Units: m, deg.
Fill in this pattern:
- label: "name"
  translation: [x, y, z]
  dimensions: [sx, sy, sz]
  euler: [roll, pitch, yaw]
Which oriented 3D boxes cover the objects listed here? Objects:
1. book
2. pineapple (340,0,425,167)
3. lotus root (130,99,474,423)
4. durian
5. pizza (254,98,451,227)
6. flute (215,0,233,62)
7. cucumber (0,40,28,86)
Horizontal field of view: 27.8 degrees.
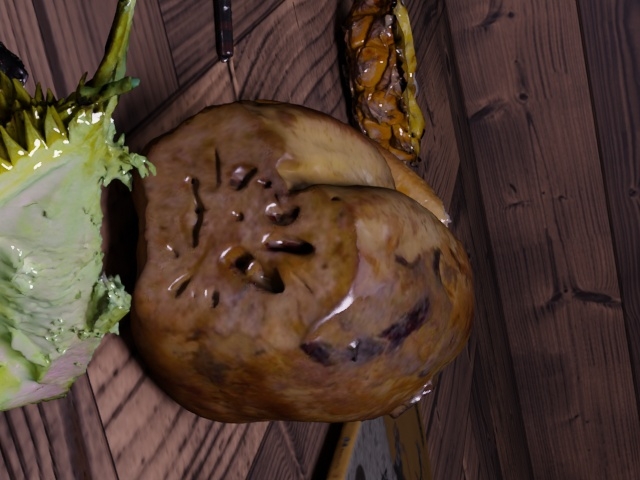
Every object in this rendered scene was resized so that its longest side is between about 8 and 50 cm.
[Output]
- label: "book"
  translation: [0.062, 0.249, 1.198]
  dimensions: [0.389, 0.032, 0.269]
  euler: [-62, 144, -68]
- label: "pineapple"
  translation: [0.066, -0.176, 1.394]
  dimensions: [0.225, 0.076, 0.225]
  euler: [-7, 90, -80]
- label: "lotus root"
  translation: [0.000, 0.021, 0.758]
  dimensions: [0.291, 0.193, 0.193]
  euler: [35, 48, -73]
- label: "durian"
  translation: [-0.111, -0.001, 0.419]
  dimensions: [0.215, 0.100, 0.086]
  euler: [114, -29, -53]
- label: "pizza"
  translation: [0.000, 0.000, 0.953]
  dimensions: [0.052, 0.185, 0.195]
  euler: [-38, 153, -43]
- label: "flute"
  translation: [-0.078, -0.257, 0.961]
  dimensions: [0.014, 0.014, 0.270]
  euler: [45, 38, -69]
- label: "cucumber"
  translation: [-0.150, -0.079, 0.489]
  dimensions: [0.034, 0.033, 0.135]
  euler: [46, 1, 19]
